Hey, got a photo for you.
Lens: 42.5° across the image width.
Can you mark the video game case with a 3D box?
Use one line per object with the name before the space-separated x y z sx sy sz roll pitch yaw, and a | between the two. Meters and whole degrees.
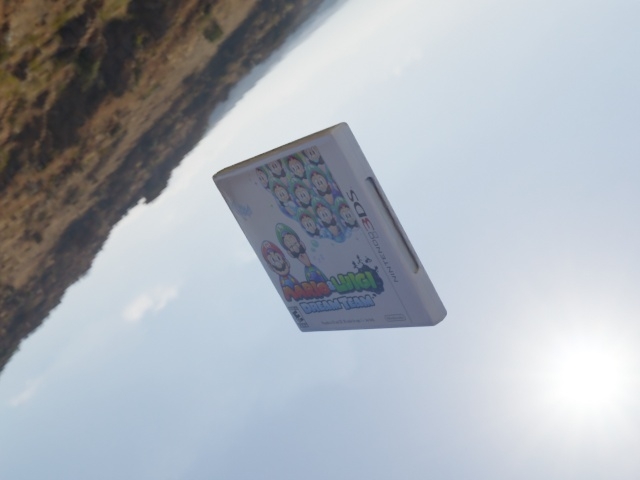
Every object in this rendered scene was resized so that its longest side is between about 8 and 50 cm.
video game case | 0.000 0.000 0.575 0.019 0.143 0.157 -38 -165 -33
